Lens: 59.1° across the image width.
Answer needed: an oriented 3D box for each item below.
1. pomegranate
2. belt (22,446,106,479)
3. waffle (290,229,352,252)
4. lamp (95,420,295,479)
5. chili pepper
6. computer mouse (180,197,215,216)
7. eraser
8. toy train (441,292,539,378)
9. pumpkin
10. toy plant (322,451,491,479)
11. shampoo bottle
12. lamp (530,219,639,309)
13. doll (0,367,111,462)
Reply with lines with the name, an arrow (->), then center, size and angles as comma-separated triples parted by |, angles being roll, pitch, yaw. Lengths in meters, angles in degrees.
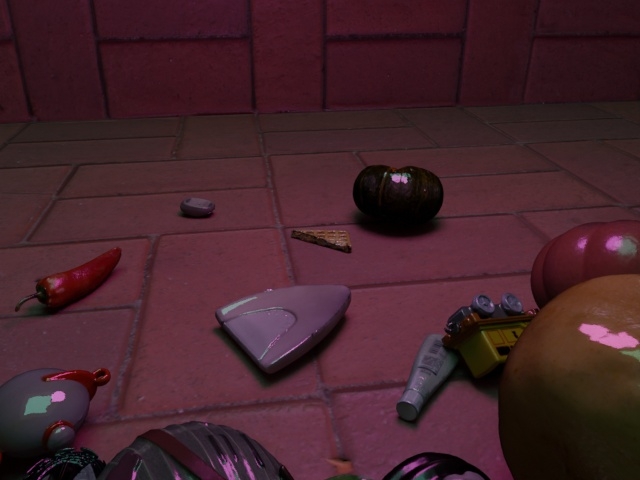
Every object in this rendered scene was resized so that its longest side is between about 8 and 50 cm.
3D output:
pomegranate -> 0.359, 0.201, 0.655 | 0.332, 0.332, 0.332 | 0, 26, 0
belt -> -0.316, 0.322, 0.693 | 0.105, 0.058, 0.140 | 5, 22, -5
waffle -> 0.000, 0.000, 1.399 | 0.153, 0.023, 0.097 | 2, 25, 0
lamp -> -0.119, 0.298, 0.554 | 0.233, 0.233, 0.265 | -21, 15, -37
chili pepper -> -0.506, 0.083, 1.169 | 0.063, 0.071, 0.272 | 17, 28, 23
computer mouse -> -0.340, -0.088, 1.564 | 0.096, 0.039, 0.066 | 10, 27, 3
eraser -> -0.044, 0.148, 1.050 | 0.243, 0.059, 0.204 | -19, 31, -28
toy train -> 0.302, 0.164, 0.968 | 0.219, 0.089, 0.127 | 2, 51, -35
pumpkin -> 0.201, -0.116, 1.484 | 0.238, 0.159, 0.238 | 3, 5, 0
toy plant -> 0.098, 0.315, 0.607 | 0.218, 0.175, 0.235 | -4, -2, -25
shampoo bottle -> 0.175, 0.220, 0.922 | 0.069, 0.041, 0.191 | 25, 33, 18
lamp -> 0.510, 0.100, 0.947 | 0.305, 0.239, 0.305 | 15, -17, 5
doll -> -0.445, 0.268, 0.766 | 0.336, 0.105, 0.200 | -30, 37, -34
